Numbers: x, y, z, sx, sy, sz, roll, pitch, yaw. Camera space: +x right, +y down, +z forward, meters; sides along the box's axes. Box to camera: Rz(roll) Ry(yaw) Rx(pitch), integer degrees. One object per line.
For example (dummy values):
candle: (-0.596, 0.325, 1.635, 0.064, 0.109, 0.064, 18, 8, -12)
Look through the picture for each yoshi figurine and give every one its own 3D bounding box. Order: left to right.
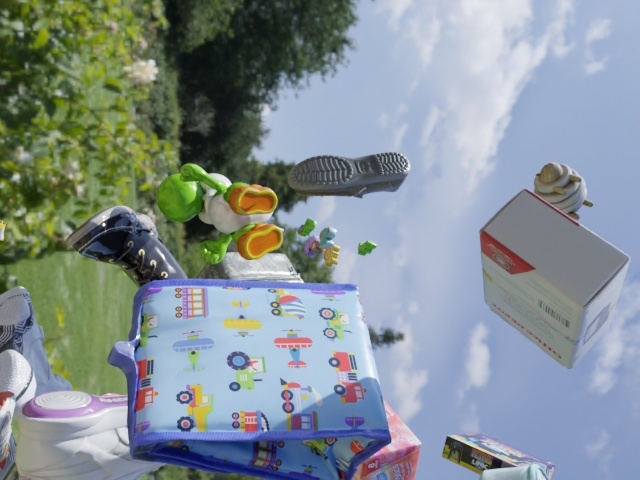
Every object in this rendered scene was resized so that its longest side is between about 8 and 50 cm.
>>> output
yoshi figurine: (-0.249, -0.071, 1.603, 0.362, 0.203, 0.203, 23, -102, 53)

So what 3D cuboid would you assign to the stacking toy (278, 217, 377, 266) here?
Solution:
stacking toy: (0.000, 0.000, 1.586, 0.221, 0.167, 0.052, -22, -125, 61)

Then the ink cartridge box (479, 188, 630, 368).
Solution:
ink cartridge box: (0.240, 0.045, 0.757, 0.127, 0.072, 0.175, 40, -12, 29)

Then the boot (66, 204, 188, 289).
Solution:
boot: (-0.426, 0.071, 1.708, 0.284, 0.138, 0.377, 54, 3, 5)

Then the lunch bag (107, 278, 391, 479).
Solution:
lunch bag: (-0.092, 0.149, 0.823, 0.221, 0.293, 0.138, -101, -149, -44)

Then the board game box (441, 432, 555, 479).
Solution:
board game box: (0.348, 0.430, 1.401, 0.170, 0.141, 0.048, 15, -88, 42)

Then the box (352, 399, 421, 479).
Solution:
box: (0.082, 0.446, 1.650, 0.300, 0.154, 0.142, -136, -133, -55)

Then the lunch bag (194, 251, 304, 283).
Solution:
lunch bag: (-0.169, 0.185, 1.939, 0.212, 0.305, 0.256, -48, -122, 29)

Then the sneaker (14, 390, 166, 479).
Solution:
sneaker: (-0.278, 0.293, 1.026, 0.114, 0.305, 0.152, 27, -73, 63)

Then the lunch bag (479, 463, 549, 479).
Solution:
lunch bag: (0.322, 0.471, 1.063, 0.279, 0.108, 0.224, 56, 33, -36)

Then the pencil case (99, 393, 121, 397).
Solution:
pencil case: (-0.407, 0.405, 1.375, 0.095, 0.098, 0.209, 165, -58, -82)

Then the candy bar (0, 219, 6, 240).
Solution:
candy bar: (-0.571, -0.002, 1.114, 0.018, 0.161, 0.040, 39, -51, 39)

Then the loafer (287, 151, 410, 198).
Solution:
loafer: (0.059, -0.119, 1.471, 0.087, 0.251, 0.094, 88, -2, -50)

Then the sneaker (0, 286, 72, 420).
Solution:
sneaker: (-0.706, 0.288, 1.707, 0.366, 0.137, 0.210, -114, 179, -48)

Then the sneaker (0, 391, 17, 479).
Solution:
sneaker: (-0.611, 0.395, 1.361, 0.088, 0.093, 0.225, 20, -82, 51)

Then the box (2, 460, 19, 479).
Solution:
box: (-0.409, 0.425, 1.029, 0.175, 0.051, 0.220, 60, 36, -33)

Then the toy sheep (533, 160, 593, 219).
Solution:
toy sheep: (0.403, -0.079, 1.198, 0.132, 0.091, 0.091, 57, 6, -31)
